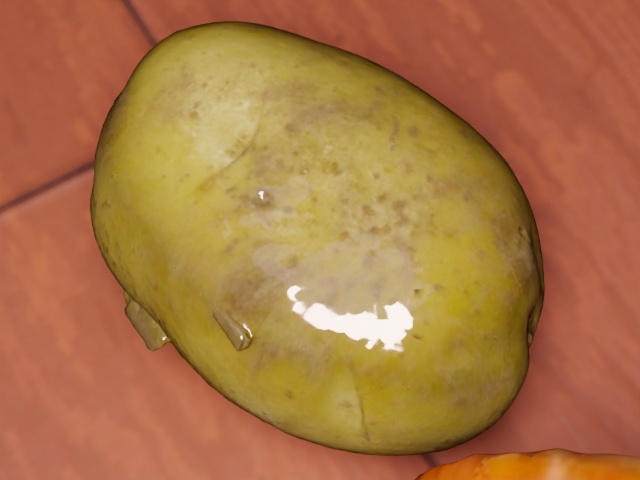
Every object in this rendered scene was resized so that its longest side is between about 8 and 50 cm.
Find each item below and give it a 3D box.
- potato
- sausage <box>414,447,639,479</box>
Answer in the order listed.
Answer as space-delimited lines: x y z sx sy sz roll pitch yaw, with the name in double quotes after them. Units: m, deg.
-0.002 0.001 0.893 0.228 0.148 0.197 18 42 5 "potato"
0.110 0.249 0.694 0.233 0.233 0.287 8 62 6 "sausage"
